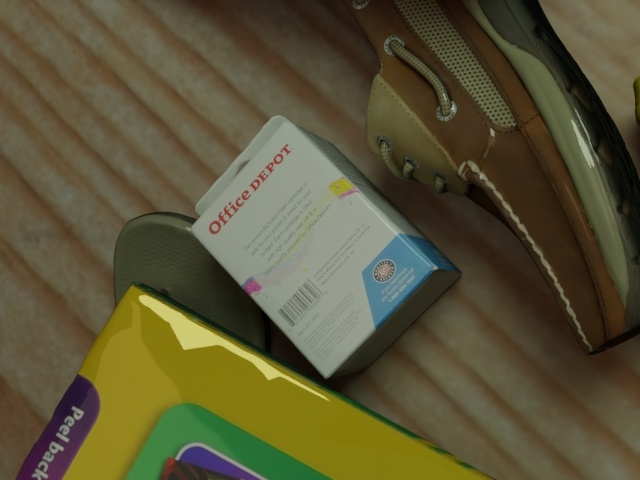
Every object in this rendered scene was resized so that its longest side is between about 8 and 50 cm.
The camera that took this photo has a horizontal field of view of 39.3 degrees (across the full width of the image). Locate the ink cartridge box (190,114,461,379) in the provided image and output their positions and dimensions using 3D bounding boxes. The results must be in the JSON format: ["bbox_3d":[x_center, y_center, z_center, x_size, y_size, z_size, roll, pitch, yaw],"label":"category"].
[{"bbox_3d":[0.000,0.000,0.555,0.092,0.090,0.143,-46,74,11],"label":"ink cartridge box"}]

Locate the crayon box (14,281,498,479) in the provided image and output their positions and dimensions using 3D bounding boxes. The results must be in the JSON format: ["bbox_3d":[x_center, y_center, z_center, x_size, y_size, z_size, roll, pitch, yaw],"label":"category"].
[{"bbox_3d":[-0.048,0.255,0.472,0.313,0.106,0.363,29,82,2],"label":"crayon box"}]

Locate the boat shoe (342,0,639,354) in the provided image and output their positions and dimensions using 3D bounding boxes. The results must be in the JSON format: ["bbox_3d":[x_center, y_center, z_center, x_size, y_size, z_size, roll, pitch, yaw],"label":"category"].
[{"bbox_3d":[0.089,-0.083,0.523,0.120,0.122,0.324,-30,70,23],"label":"boat shoe"}]

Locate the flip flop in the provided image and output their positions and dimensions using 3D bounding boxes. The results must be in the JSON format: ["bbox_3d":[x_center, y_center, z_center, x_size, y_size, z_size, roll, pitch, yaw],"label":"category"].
[{"bbox_3d":[-0.099,0.119,0.588,0.112,0.080,0.277,2,88,19],"label":"flip flop"}]

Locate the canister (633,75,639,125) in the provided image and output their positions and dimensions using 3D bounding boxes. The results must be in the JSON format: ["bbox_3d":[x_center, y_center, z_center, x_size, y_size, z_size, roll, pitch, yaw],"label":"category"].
[{"bbox_3d":[0.235,-0.016,0.456,0.126,0.073,0.169,-19,72,48],"label":"canister"}]
